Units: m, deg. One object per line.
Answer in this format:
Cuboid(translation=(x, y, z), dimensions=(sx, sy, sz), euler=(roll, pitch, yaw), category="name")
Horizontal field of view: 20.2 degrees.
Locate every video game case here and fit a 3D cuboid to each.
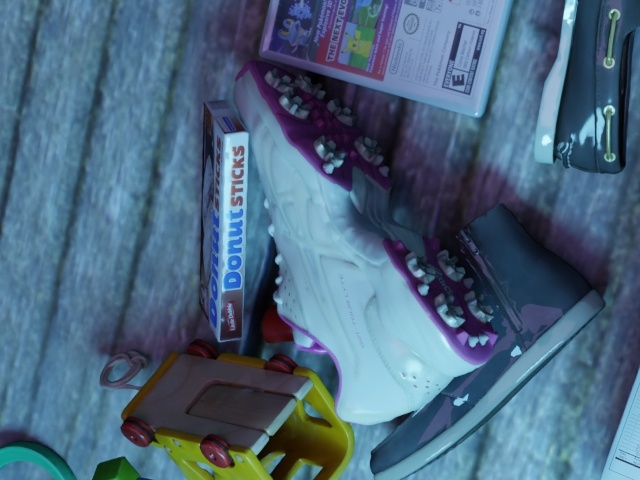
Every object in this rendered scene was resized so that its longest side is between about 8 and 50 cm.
Cuboid(translation=(0.060, -0.213, 1.359), dimensions=(0.183, 0.023, 0.201), euler=(17, 103, 14), category="video game case")

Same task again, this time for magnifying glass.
Cuboid(translation=(-0.217, 0.277, 1.516), dimensions=(0.092, 0.026, 0.231), euler=(-28, 87, 18), category="magnifying glass")

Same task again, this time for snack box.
Cuboid(translation=(-0.075, -0.014, 1.381), dimensions=(0.022, 0.064, 0.178), euler=(-6, 119, -17), category="snack box")

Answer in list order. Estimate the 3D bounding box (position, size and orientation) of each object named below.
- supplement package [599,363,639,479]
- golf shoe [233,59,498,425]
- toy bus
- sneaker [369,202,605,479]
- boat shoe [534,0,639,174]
Cuboid(translation=(0.283, 0.147, 1.251), dimensions=(0.149, 0.194, 0.203), euler=(20, 103, 14), category="supplement package")
Cuboid(translation=(0.000, 0.000, 1.332), dimensions=(0.140, 0.115, 0.306), euler=(-46, 59, 24), category="golf shoe")
Cuboid(translation=(-0.070, 0.152, 1.405), dimensions=(0.191, 0.202, 0.104), euler=(-25, 120, 12), category="toy bus")
Cuboid(translation=(0.099, 0.081, 1.366), dimensions=(0.222, 0.083, 0.118), euler=(-44, 79, 8), category="sneaker")
Cuboid(translation=(0.208, -0.160, 1.294), dimensions=(0.068, 0.081, 0.228), euler=(13, 109, 12), category="boat shoe")
